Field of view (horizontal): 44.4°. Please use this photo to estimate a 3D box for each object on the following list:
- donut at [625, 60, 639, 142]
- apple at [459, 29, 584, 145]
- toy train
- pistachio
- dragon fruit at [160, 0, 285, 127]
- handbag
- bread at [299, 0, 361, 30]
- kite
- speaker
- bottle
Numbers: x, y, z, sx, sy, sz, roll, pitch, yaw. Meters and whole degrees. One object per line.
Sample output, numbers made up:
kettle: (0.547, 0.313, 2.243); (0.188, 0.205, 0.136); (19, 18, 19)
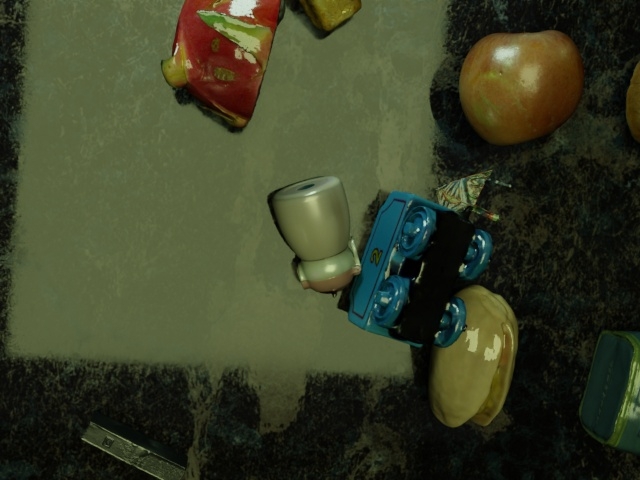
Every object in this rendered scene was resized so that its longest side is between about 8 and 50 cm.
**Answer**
donut: (0.814, -0.312, 1.672); (0.299, 0.150, 0.317); (20, 92, -6)
apple: (0.407, -0.306, 1.581); (0.253, 0.253, 0.253); (-1, 95, -8)
toy train: (0.191, 0.055, 1.560); (0.188, 0.265, 0.300); (20, 91, -20)
pistachio: (0.314, 0.242, 1.648); (0.187, 0.187, 0.299); (10, 99, -8)
dragon fruit: (-0.181, -0.379, 1.474); (0.189, 0.290, 0.291); (17, 92, -7)
handbag: (0.720, 0.335, 1.676); (0.241, 0.222, 0.263); (11, 95, -4)
bread: (-0.003, -0.518, 1.536); (0.114, 0.083, 0.211); (-33, 135, -2)
kite: (0.319, -0.077, 1.693); (0.160, 0.010, 0.183); (25, 91, -9)
speaker: (-0.378, 0.425, 1.607); (0.218, 0.082, 0.044); (30, 91, -7)
bottle: (0.000, 0.000, 1.596); (0.147, 0.147, 0.236); (-17, 105, -6)
